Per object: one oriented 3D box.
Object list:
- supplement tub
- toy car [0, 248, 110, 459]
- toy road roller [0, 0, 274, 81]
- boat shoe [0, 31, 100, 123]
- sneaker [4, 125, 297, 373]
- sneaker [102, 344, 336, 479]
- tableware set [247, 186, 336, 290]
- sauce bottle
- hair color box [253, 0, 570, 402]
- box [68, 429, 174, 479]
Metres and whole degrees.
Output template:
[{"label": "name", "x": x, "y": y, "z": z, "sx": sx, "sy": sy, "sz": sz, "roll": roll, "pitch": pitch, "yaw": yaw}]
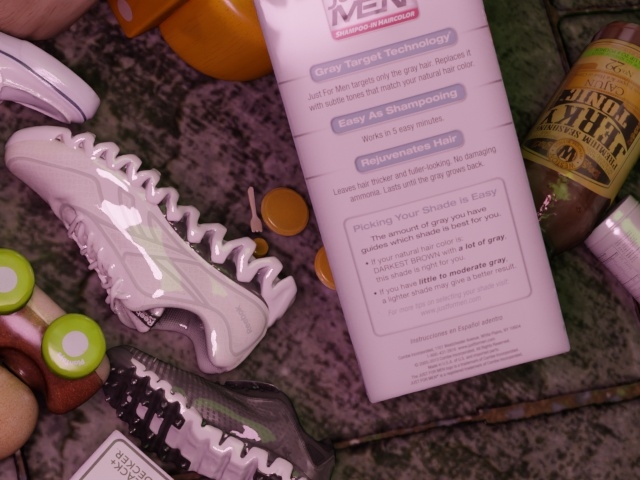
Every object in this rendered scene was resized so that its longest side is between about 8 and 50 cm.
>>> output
[{"label": "supplement tub", "x": 0.322, "y": 0.015, "z": 1.658, "sx": 0.107, "sy": 0.071, "sz": 0.071, "roll": 48, "pitch": 61, "yaw": 3}, {"label": "toy car", "x": -0.280, "y": 0.120, "z": 1.348, "sx": 0.149, "sy": 0.155, "sz": 0.188, "roll": 42, "pitch": 73, "yaw": -1}, {"label": "toy road roller", "x": -0.131, "y": -0.245, "z": 1.520, "sx": 0.329, "sy": 0.202, "sz": 0.241, "roll": -32, "pitch": 94, "yaw": -29}, {"label": "boat shoe", "x": -0.311, "y": -0.151, "z": 1.486, "sx": 0.226, "sy": 0.083, "sz": 0.076, "roll": 28, "pitch": 73, "yaw": 4}, {"label": "sneaker", "x": -0.164, "y": 0.006, "z": 1.461, "sx": 0.292, "sy": 0.110, "sz": 0.118, "roll": 35, "pitch": 70, "yaw": -4}, {"label": "sneaker", "x": -0.084, "y": 0.157, "z": 1.445, "sx": 0.234, "sy": 0.078, "sz": 0.106, "roll": 34, "pitch": 42, "yaw": 6}, {"label": "tableware set", "x": 0.000, "y": 0.000, "z": 1.569, "sx": 0.154, "sy": 0.024, "sz": 0.104, "roll": 0, "pitch": 73, "yaw": -22}, {"label": "sauce bottle", "x": 0.247, "y": -0.068, "z": 1.639, "sx": 0.111, "sy": 0.111, "sz": 0.344, "roll": 36, "pitch": 63, "yaw": -4}, {"label": "hair color box", "x": 0.080, "y": -0.066, "z": 1.448, "sx": 0.185, "sy": 0.113, "sz": 0.375, "roll": -15, "pitch": 105, "yaw": 3}, {"label": "box", "x": -0.202, "y": 0.315, "z": 1.312, "sx": 0.169, "sy": 0.087, "sz": 0.290, "roll": 40, "pitch": 65, "yaw": 0}]
